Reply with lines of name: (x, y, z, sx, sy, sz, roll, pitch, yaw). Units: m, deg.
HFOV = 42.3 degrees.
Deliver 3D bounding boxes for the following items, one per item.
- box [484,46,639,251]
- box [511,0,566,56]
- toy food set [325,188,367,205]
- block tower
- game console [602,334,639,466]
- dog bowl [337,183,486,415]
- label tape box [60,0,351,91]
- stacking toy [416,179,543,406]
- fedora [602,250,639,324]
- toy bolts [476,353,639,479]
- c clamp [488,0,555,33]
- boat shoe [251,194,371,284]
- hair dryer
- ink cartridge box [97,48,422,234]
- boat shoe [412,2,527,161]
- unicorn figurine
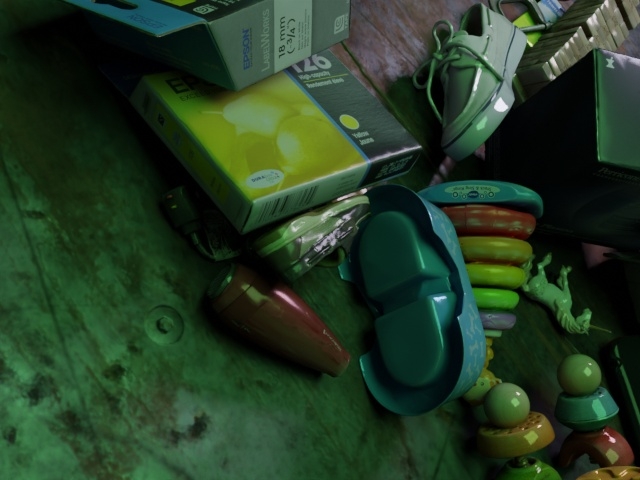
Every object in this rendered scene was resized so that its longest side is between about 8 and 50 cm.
box: (0.447, -0.119, 1.249, 0.296, 0.294, 0.182, 9, 71, -17)
box: (0.426, -0.395, 1.588, 0.109, 0.042, 0.178, 51, 50, -2)
toy food set: (0.036, -0.055, 1.155, 0.083, 0.020, 0.082, 33, 52, -17)
block tower: (0.461, -0.351, 1.496, 0.335, 0.097, 0.091, -45, 114, -27)
game console: (0.637, 0.336, 1.351, 0.342, 0.060, 0.386, 2, 65, -35)
dog bowl: (0.118, 0.073, 1.061, 0.074, 0.166, 0.297, 7, 62, -45)
label tape box: (-0.154, -0.276, 1.002, 0.241, 0.106, 0.334, 25, 41, 29)
stacking toy: (0.215, 0.076, 1.142, 0.166, 0.175, 0.301, 24, 68, -70)
fedora: (0.606, 0.089, 1.383, 0.275, 0.244, 0.124, -2, 98, -38)
toy bolts: (0.340, 0.245, 1.091, 0.228, 0.218, 0.158, -16, 94, -46)
c clamp: (0.378, -0.405, 1.520, 0.161, 0.022, 0.137, -12, 75, -37)
boat shoe: (0.001, 0.000, 0.998, 0.223, 0.080, 0.073, -24, 90, -58)
hair dryer: (-0.045, 0.034, 1.014, 0.224, 0.080, 0.293, -16, 77, -40)
ink cartridge box: (-0.070, -0.171, 1.052, 0.304, 0.072, 0.307, -23, 65, -40)
boat shoe: (0.230, -0.282, 1.335, 0.156, 0.136, 0.367, 39, 48, -13)
unicorn figurine: (0.370, 0.083, 1.301, 0.162, 0.060, 0.111, 20, 56, -6)
